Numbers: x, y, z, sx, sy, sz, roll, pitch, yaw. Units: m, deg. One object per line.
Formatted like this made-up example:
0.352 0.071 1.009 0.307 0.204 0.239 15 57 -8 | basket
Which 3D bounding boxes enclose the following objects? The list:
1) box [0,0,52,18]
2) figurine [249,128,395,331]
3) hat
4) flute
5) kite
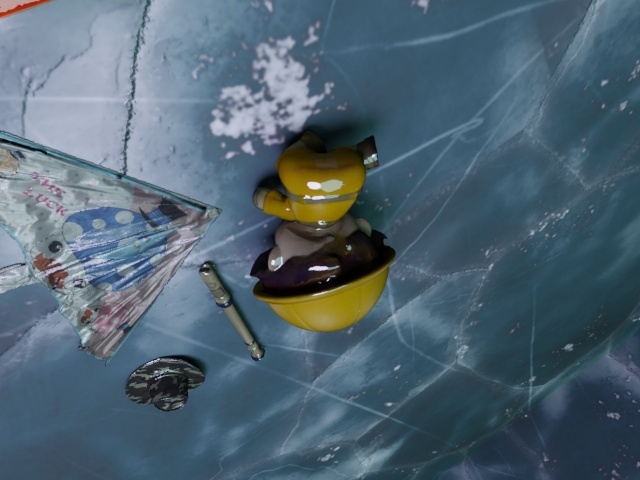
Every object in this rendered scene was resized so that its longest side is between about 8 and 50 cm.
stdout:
-0.233 -0.248 0.309 0.112 0.048 0.175 -29 138 -16 | box
0.001 0.003 0.592 0.193 0.167 0.256 -10 131 -5 | figurine
-0.238 0.234 0.736 0.121 0.050 0.121 -14 133 -15 | hat
-0.129 0.114 0.711 0.027 0.027 0.233 -26 136 -8 | flute
-0.290 0.027 0.550 0.369 0.014 0.405 -20 135 -15 | kite
